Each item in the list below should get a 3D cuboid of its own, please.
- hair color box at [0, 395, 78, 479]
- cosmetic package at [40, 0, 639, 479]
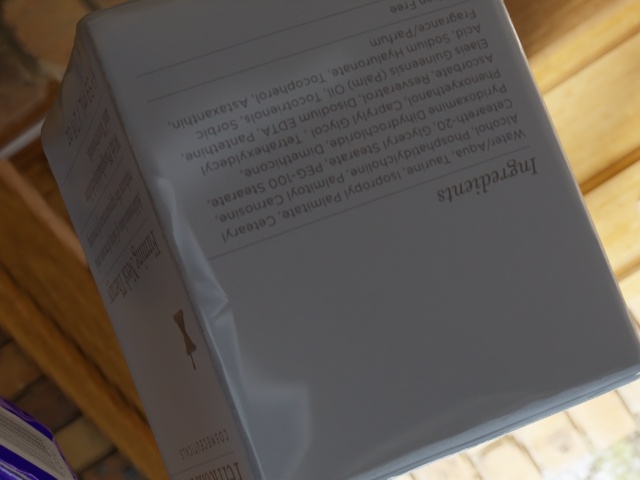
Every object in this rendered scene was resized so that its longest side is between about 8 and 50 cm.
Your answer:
[{"bbox_3d":[-0.267,0.235,0.821,0.110,0.339,0.185,36,177,-20],"label":"hair color box"},{"bbox_3d":[0.000,0.000,1.279,0.393,0.327,0.329,69,161,6],"label":"cosmetic package"}]
